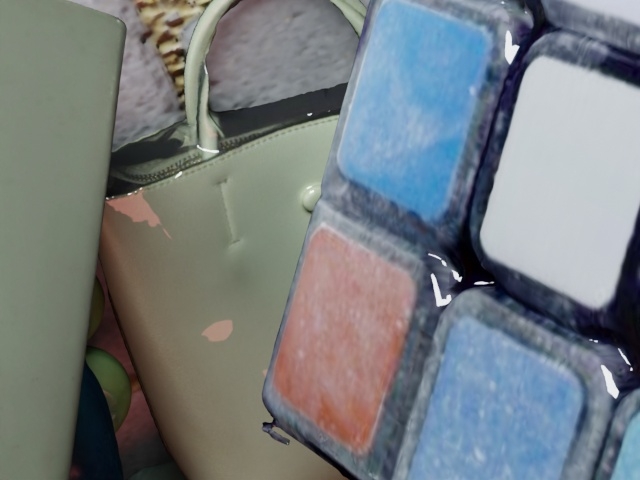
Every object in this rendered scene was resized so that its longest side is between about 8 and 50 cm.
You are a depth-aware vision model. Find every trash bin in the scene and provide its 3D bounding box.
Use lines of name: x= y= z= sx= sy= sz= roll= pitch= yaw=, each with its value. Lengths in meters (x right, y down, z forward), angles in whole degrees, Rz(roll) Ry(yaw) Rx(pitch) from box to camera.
trash bin: x=-0.185 y=0.008 z=0.783 sx=0.164 sy=0.240 sz=0.122 roll=14 pitch=171 yaw=-39

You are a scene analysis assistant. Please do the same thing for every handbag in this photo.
handbag: x=0.000 y=0.000 z=0.987 sx=0.241 sy=0.109 sz=0.315 roll=-18 pitch=136 yaw=-11

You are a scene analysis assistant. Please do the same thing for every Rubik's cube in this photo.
Rubik's cube: x=0.233 y=-0.008 z=0.832 sx=0.359 sy=0.362 sz=0.363 roll=6 pitch=108 yaw=-33

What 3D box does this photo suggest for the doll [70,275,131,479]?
doll: x=-0.240 y=0.127 z=0.931 sx=0.322 sy=0.186 sz=0.198 roll=-23 pitch=131 yaw=-8

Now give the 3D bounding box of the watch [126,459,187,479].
watch: x=-0.031 y=0.244 z=1.143 sx=0.241 sy=0.162 sz=0.253 roll=-32 pitch=101 yaw=13
